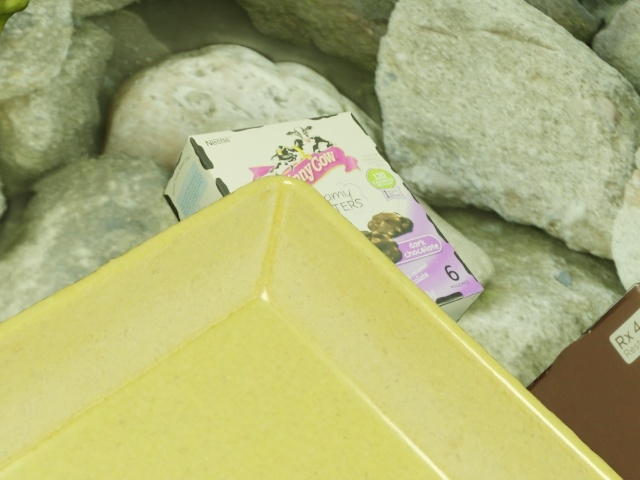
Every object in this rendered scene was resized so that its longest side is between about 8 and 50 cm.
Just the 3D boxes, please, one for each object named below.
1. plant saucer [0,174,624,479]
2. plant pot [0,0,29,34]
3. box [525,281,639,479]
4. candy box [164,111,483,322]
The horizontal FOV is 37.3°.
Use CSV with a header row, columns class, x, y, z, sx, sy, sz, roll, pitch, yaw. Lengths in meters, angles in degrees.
class,x,y,z,sx,sy,sz,roll,pitch,yaw
plant saucer,-0.028,0.155,0.485,0.333,0.081,0.333,44,50,16
plant pot,-0.341,-0.226,0.636,0.254,0.276,0.276,48,45,2
box,0.294,0.123,0.707,0.203,0.168,0.167,-13,60,-36
candy box,0.000,0.000,0.729,0.165,0.070,0.196,-15,60,-37
